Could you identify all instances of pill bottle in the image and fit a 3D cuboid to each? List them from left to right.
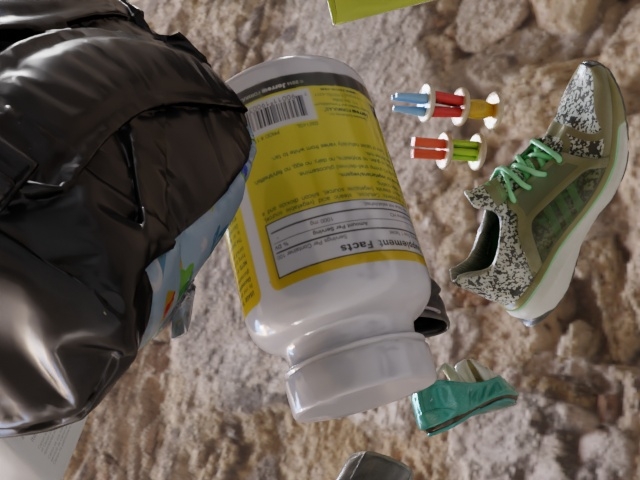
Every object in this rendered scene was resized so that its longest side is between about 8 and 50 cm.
[{"bbox_3d":[0.000,0.000,0.798,0.187,0.188,0.334,1,-116,-38],"label":"pill bottle"}]

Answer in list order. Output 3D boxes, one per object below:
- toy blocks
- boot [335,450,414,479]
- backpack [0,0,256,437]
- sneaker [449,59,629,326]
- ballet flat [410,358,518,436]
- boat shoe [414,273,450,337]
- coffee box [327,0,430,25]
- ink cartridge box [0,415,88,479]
[{"bbox_3d":[0.159,-0.153,1.075,0.148,0.123,0.054,3,-139,-15],"label":"toy blocks"},{"bbox_3d":[0.002,0.362,1.017,0.209,0.189,0.076,-63,-36,-36],"label":"boot"},{"bbox_3d":[-0.184,-0.052,0.498,0.290,0.273,0.355,32,-145,-3],"label":"backpack"},{"bbox_3d":[0.312,-0.072,1.174,0.182,0.158,0.411,12,-75,-18],"label":"sneaker"},{"bbox_3d":[0.204,0.208,1.108,0.247,0.083,0.087,2,-116,-54],"label":"ballet flat"},{"bbox_3d":[0.060,0.118,1.166,0.335,0.112,0.096,-9,-121,-36],"label":"boat shoe"},{"bbox_3d":[0.148,-0.636,1.496,0.334,0.337,0.338,-82,-22,-65],"label":"coffee box"},{"bbox_3d":[-0.452,0.104,1.020,0.279,0.160,0.385,-78,-28,-47],"label":"ink cartridge box"}]
